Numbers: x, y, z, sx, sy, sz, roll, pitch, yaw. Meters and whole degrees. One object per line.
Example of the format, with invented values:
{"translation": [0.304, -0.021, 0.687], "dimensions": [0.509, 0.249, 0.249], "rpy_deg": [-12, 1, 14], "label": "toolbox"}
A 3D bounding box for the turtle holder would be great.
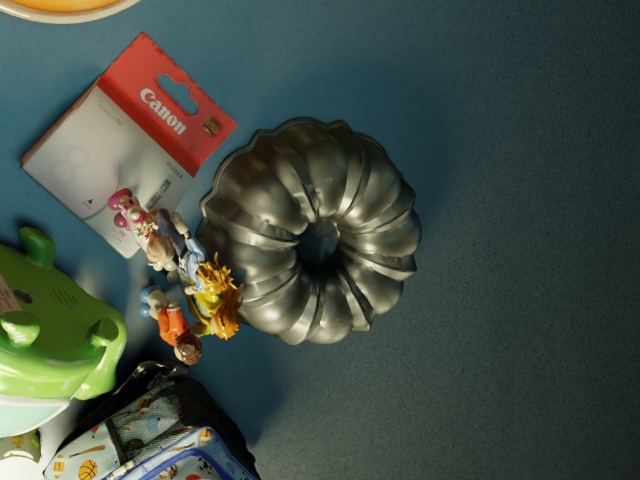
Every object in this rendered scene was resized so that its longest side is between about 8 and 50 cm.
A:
{"translation": [-0.394, 0.123, 1.340], "dimensions": [0.243, 0.320, 0.227], "rpy_deg": [39, 106, 7], "label": "turtle holder"}

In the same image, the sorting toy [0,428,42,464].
{"translation": [-0.409, 0.281, 1.446], "dimensions": [0.083, 0.075, 0.045], "rpy_deg": [11, 102, -24], "label": "sorting toy"}

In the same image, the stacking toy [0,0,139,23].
{"translation": [-0.229, -0.367, 1.084], "dimensions": [0.350, 0.480, 0.351], "rpy_deg": [-8, 112, -21], "label": "stacking toy"}

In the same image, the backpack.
{"translation": [-0.228, 0.338, 1.454], "dimensions": [0.263, 0.213, 0.276], "rpy_deg": [-26, 133, 4], "label": "backpack"}

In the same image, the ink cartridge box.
{"translation": [-0.242, -0.121, 1.399], "dimensions": [0.232, 0.066, 0.189], "rpy_deg": [-45, 116, 1], "label": "ink cartridge box"}

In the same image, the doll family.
{"translation": [-0.167, 0.041, 1.373], "dimensions": [0.118, 0.163, 0.263], "rpy_deg": [-28, 133, -20], "label": "doll family"}

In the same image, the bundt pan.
{"translation": [0.000, 0.000, 1.494], "dimensions": [0.330, 0.124, 0.331], "rpy_deg": [-6, 107, -20], "label": "bundt pan"}
